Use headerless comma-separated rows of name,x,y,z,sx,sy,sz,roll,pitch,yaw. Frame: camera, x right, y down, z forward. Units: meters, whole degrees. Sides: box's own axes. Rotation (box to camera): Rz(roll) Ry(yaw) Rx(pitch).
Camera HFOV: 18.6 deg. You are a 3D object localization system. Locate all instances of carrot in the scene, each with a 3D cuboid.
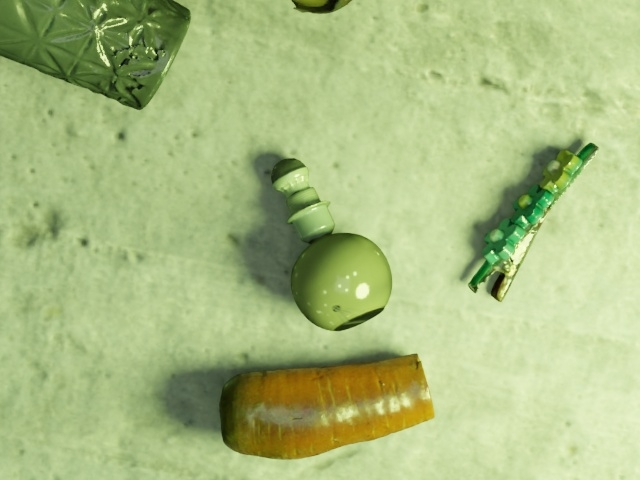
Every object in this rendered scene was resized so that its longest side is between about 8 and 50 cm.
carrot,0.006,0.152,1.762,0.193,0.087,0.087,-4,95,-2

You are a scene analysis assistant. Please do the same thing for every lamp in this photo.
lamp,0.000,0.000,1.754,0.091,0.091,0.163,-28,79,2

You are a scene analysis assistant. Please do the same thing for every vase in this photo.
vase,-0.261,-0.226,1.678,0.301,0.251,0.156,27,67,-13

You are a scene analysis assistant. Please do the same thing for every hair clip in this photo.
hair clip,0.191,-0.021,1.766,0.049,0.049,0.173,34,95,-3

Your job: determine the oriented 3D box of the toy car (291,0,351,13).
toy car,-0.086,-0.337,1.585,0.336,0.242,0.226,18,85,28
